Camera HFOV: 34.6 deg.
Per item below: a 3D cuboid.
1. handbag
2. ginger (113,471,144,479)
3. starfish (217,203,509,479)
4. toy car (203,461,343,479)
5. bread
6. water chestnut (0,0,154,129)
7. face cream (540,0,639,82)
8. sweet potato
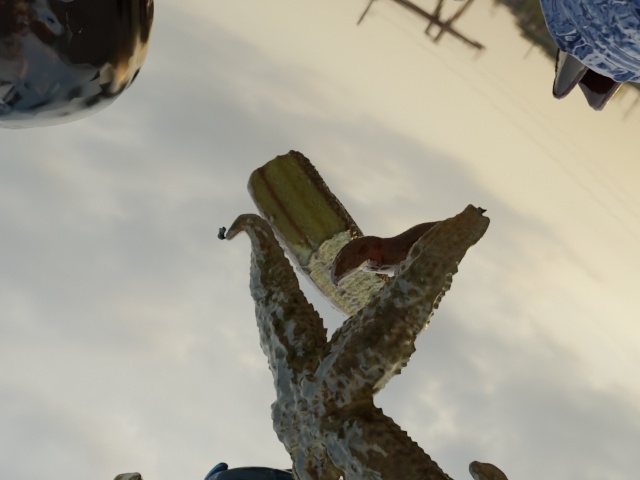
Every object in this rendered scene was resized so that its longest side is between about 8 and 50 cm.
[{"bbox_3d":[0.419,-0.356,1.473,0.084,0.260,0.276,12,-117,-4],"label":"handbag"},{"bbox_3d":[-0.266,0.446,1.482,0.074,0.213,0.137,-12,-177,0],"label":"ginger"},{"bbox_3d":[0.042,0.118,1.044,0.082,0.324,0.432,21,-128,-45],"label":"starfish"},{"bbox_3d":[-0.009,0.354,1.227,0.314,0.198,0.166,8,-144,-15],"label":"toy car"},{"bbox_3d":[0.000,0.000,1.444,0.184,0.110,0.234,57,-177,37],"label":"bread"},{"bbox_3d":[-0.270,-0.228,0.889,0.289,0.289,0.244,26,-169,-21],"label":"water chestnut"},{"bbox_3d":[0.376,-0.303,1.063,0.249,0.249,0.225,29,164,-14],"label":"face cream"},{"bbox_3d":[0.100,0.013,1.294,0.202,0.055,0.058,-15,-158,-27],"label":"sweet potato"}]
